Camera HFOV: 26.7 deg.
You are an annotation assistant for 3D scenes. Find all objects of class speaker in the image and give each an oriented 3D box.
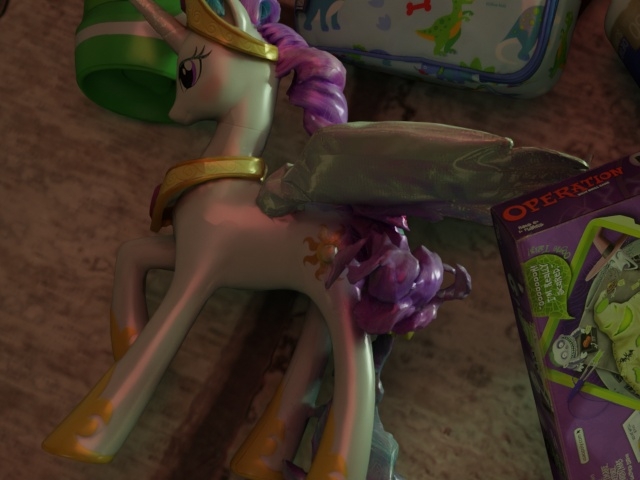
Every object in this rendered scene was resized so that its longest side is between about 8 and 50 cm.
[{"bbox_3d":[-0.115,-0.251,1.091,0.131,0.131,0.297,7,72,6],"label":"speaker"}]

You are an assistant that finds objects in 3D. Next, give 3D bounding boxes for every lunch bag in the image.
[{"bbox_3d":[0.093,-0.211,1.043,0.219,0.090,0.176,16,91,25],"label":"lunch bag"}]

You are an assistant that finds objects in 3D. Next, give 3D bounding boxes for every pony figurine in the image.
[{"bbox_3d":[0.000,0.000,0.942,0.351,0.303,0.364,13,91,8],"label":"pony figurine"}]

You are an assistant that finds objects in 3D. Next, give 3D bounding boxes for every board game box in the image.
[{"bbox_3d":[0.242,0.090,0.863,0.208,0.347,0.056,-22,34,-7],"label":"board game box"}]

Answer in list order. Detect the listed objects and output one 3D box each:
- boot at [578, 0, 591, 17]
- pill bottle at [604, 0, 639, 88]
[{"bbox_3d":[0.234,-0.238,1.095,0.248,0.090,0.207,26,94,7],"label":"boot"},{"bbox_3d":[0.338,-0.098,0.996,0.153,0.153,0.265,-27,71,-5],"label":"pill bottle"}]
